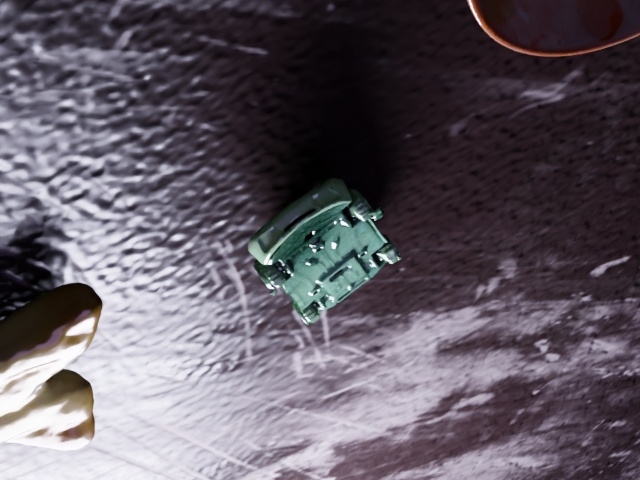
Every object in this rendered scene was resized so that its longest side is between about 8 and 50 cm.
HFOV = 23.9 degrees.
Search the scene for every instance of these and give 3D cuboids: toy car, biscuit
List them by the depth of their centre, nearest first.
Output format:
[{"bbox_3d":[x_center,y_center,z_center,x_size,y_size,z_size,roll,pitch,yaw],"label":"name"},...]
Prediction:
[{"bbox_3d":[-0.243,0.106,0.982,0.208,0.047,0.164,-17,145,-25],"label":"biscuit"},{"bbox_3d":[0.000,0.000,1.052,0.093,0.058,0.186,-36,160,1],"label":"toy car"}]

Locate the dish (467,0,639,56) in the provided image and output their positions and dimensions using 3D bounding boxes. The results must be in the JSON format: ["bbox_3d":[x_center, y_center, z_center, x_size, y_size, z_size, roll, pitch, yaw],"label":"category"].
[{"bbox_3d":[0.176,-0.233,0.882,0.260,0.085,0.260,-22,147,-15],"label":"dish"}]
